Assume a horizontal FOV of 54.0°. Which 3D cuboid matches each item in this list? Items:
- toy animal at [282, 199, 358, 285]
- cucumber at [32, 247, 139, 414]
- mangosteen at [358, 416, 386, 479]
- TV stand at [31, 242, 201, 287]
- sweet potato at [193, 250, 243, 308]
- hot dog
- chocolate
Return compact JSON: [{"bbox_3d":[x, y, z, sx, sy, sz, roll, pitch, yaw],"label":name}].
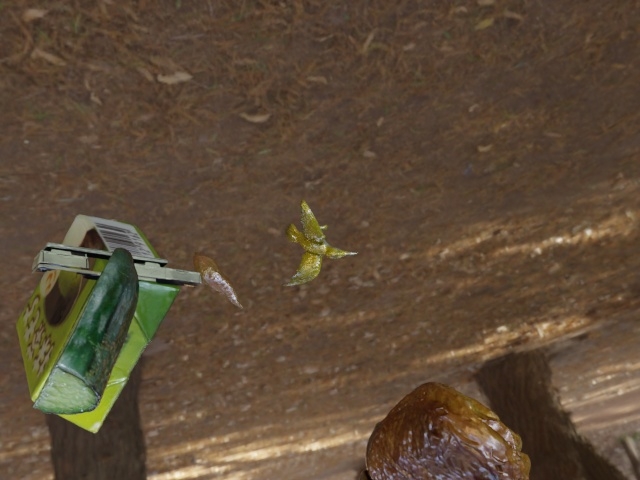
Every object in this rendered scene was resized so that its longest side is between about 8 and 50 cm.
[{"bbox_3d":[0.000,0.000,1.335,0.155,0.095,0.219,1,125,-5],"label":"toy animal"},{"bbox_3d":[-0.259,0.096,0.746,0.063,0.244,0.115,28,124,-19],"label":"cucumber"},{"bbox_3d":[0.137,0.376,0.985,0.217,0.192,0.192,-39,149,14],"label":"mangosteen"},{"bbox_3d":[-0.295,0.044,0.940,0.249,0.042,0.036,11,150,-37],"label":"TV stand"},{"bbox_3d":[-0.301,0.111,1.806,0.068,0.226,0.068,-41,169,-9],"label":"sweet potato"},{"bbox_3d":[0.149,0.257,0.750,0.227,0.160,0.099,-43,-179,45],"label":"hot dog"},{"bbox_3d":[-0.406,0.125,1.110,0.137,0.301,0.289,28,96,-36],"label":"chocolate"}]
